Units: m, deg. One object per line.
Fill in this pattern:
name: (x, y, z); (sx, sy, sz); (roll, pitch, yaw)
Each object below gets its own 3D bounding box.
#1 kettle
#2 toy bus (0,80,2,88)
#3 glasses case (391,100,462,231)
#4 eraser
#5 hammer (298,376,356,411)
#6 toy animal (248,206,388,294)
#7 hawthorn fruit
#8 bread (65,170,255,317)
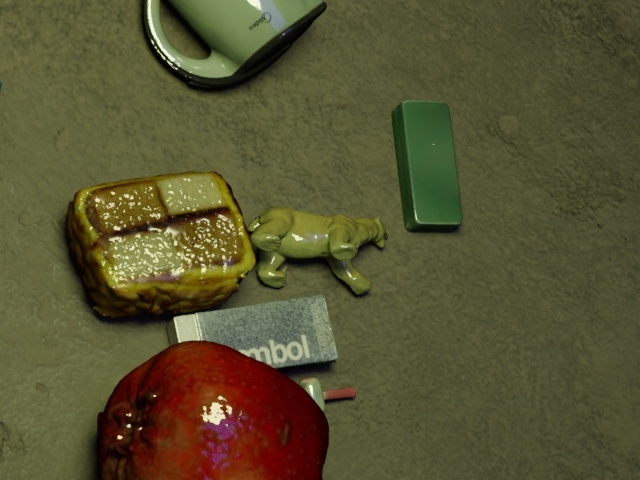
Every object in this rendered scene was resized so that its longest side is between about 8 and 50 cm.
kettle: (-0.142, -0.327, 2.050); (0.221, 0.161, 0.236); (-39, 94, 0)
toy bus: (-0.520, -0.157, 1.851); (0.246, 0.113, 0.134); (-31, 83, -29)
glasses case: (0.150, -0.105, 2.151); (0.077, 0.039, 0.184); (1, 74, -22)
eraser: (-0.088, 0.130, 1.977); (0.212, 0.046, 0.092); (-7, 75, -23)
hammer: (0.011, 0.203, 2.006); (0.083, 0.031, 0.053); (-4, 79, -30)
toy animal: (0.000, 0.000, 2.040); (0.218, 0.103, 0.101); (5, 48, -17)
hawthorn fruit: (-0.111, 0.266, 1.821); (0.307, 0.265, 0.265); (33, 62, -33)
bread: (-0.204, 0.003, 1.935); (0.222, 0.096, 0.181); (-9, 68, -24)
